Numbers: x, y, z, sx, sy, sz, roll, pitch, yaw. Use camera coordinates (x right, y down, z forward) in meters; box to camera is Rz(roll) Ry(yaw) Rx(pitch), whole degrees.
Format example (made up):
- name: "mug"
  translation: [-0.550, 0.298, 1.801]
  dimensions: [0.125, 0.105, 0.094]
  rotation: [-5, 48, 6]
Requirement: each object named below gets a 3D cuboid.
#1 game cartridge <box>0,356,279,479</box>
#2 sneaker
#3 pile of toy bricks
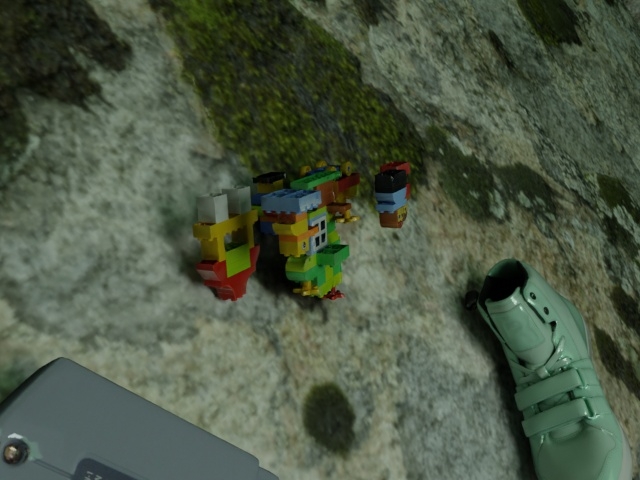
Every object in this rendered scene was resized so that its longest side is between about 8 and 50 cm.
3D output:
- name: "game cartridge"
  translation: [-0.128, 0.213, 0.351]
  dimensions: [0.196, 0.060, 0.294]
  rotation: [39, 43, -26]
- name: "sneaker"
  translation: [0.203, 0.131, 0.704]
  dimensions: [0.151, 0.094, 0.256]
  rotation: [41, 32, -27]
- name: "pile of toy bricks"
  translation: [0.000, 0.000, 0.596]
  dimensions: [0.212, 0.118, 0.105]
  rotation: [-27, 118, -59]
